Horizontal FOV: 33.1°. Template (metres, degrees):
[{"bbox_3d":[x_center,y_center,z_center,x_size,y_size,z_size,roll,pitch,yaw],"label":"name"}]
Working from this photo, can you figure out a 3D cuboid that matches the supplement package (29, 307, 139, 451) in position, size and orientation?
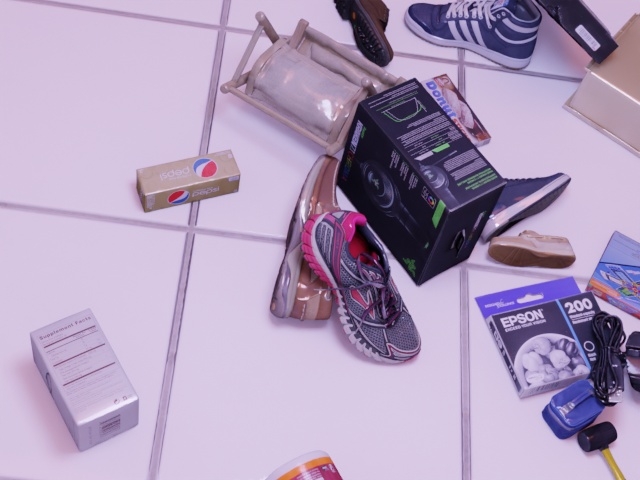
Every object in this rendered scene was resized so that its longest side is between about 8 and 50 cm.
[{"bbox_3d":[-0.370,0.217,1.691,0.105,0.105,0.179,-23,64,-22],"label":"supplement package"}]

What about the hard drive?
[{"bbox_3d":[0.457,-0.510,2.184,0.237,0.064,0.339,38,17,-28],"label":"hard drive"}]

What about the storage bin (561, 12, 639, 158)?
[{"bbox_3d":[0.686,-0.310,2.204,0.262,0.123,0.260,36,58,15],"label":"storage bin"}]

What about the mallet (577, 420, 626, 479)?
[{"bbox_3d":[0.483,0.390,1.768,0.062,0.039,0.189,-10,63,-17],"label":"mallet"}]

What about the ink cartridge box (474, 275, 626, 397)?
[{"bbox_3d":[0.404,0.157,1.899,0.206,0.045,0.208,-12,59,-16],"label":"ink cartridge box"}]

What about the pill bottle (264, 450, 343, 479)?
[{"bbox_3d":[0.010,0.436,1.604,0.121,0.121,0.221,-22,63,-22],"label":"pill bottle"}]

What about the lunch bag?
[{"bbox_3d":[0.429,0.280,1.809,0.098,0.065,0.067,-26,65,-23],"label":"lunch bag"}]

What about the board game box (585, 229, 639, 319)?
[{"bbox_3d":[0.641,0.103,1.984,0.281,0.027,0.145,29,56,10],"label":"board game box"}]

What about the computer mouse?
[{"bbox_3d":[0.594,0.223,1.837,0.272,0.072,0.188,20,51,-12],"label":"computer mouse"}]

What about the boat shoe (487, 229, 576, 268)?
[{"bbox_3d":[0.385,0.012,1.983,0.170,0.063,0.059,9,53,-15],"label":"boat shoe"}]

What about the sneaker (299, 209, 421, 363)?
[{"bbox_3d":[0.081,0.083,1.789,0.299,0.112,0.121,55,51,-20],"label":"sneaker"}]

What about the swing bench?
[{"bbox_3d":[-0.007,-0.294,2.033,0.253,0.165,0.255,32,17,13],"label":"swing bench"}]

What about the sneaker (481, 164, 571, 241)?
[{"bbox_3d":[0.352,-0.114,2.041,0.226,0.086,0.163,-27,68,-23],"label":"sneaker"}]

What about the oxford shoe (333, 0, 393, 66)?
[{"bbox_3d":[0.111,-0.453,2.225,0.096,0.083,0.227,-11,61,-21],"label":"oxford shoe"}]

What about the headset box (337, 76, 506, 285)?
[{"bbox_3d":[0.175,-0.094,1.903,0.131,0.246,0.283,-27,66,-25],"label":"headset box"}]

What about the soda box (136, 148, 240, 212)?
[{"bbox_3d":[-0.240,-0.108,1.954,0.181,0.058,0.061,-13,61,-18],"label":"soda box"}]

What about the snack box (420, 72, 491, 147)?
[{"bbox_3d":[0.268,-0.257,2.157,0.064,0.022,0.178,-21,63,-20],"label":"snack box"}]

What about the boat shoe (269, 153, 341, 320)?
[{"bbox_3d":[0.000,0.000,1.897,0.116,0.123,0.324,15,65,-4],"label":"boat shoe"}]

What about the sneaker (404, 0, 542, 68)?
[{"bbox_3d":[0.320,-0.466,2.224,0.282,0.153,0.099,21,56,5],"label":"sneaker"}]
